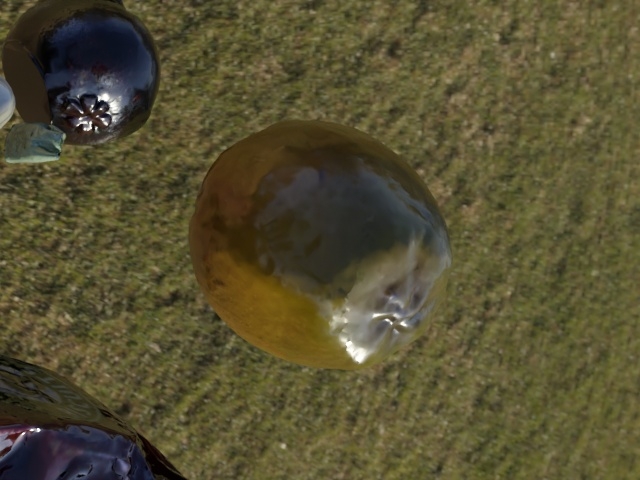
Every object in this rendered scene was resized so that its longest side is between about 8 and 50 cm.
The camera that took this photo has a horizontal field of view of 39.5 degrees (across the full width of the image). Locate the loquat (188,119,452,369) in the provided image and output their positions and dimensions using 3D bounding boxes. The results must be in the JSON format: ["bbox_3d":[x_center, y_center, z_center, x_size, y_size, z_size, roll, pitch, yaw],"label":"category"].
[{"bbox_3d":[0.000,0.000,0.990,0.276,0.284,0.276,-33,144,-29],"label":"loquat"}]

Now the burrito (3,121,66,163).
[{"bbox_3d":[-0.430,-0.151,1.354,0.044,0.118,0.074,41,58,-46],"label":"burrito"}]

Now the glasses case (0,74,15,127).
[{"bbox_3d":[-0.384,-0.100,0.863,0.081,0.051,0.204,40,58,0],"label":"glasses case"}]

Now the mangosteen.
[{"bbox_3d":[-0.412,-0.304,1.507,0.233,0.287,0.288,-32,118,-27],"label":"mangosteen"}]

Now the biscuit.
[{"bbox_3d":[-0.114,0.099,0.385,0.235,0.151,0.063,35,79,-32],"label":"biscuit"}]
